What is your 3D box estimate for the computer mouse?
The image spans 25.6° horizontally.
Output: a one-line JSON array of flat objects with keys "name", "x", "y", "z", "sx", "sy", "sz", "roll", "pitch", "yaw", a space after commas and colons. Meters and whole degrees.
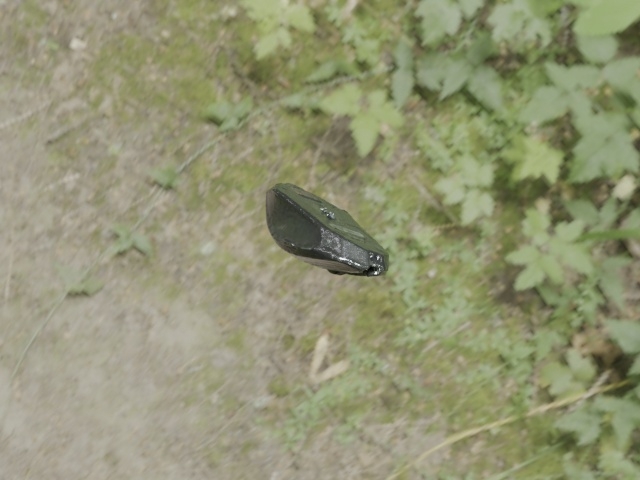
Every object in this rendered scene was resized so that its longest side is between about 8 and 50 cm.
[{"name": "computer mouse", "x": 0.000, "y": 0.000, "z": 1.344, "sx": 0.099, "sy": 0.057, "sz": 0.172, "roll": 20, "pitch": 14, "yaw": -41}]
